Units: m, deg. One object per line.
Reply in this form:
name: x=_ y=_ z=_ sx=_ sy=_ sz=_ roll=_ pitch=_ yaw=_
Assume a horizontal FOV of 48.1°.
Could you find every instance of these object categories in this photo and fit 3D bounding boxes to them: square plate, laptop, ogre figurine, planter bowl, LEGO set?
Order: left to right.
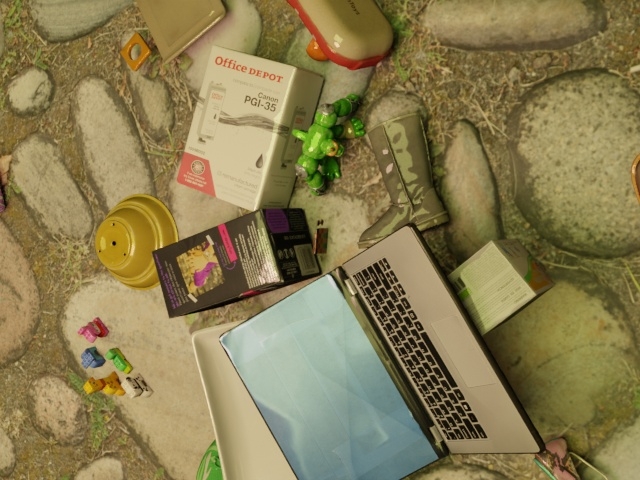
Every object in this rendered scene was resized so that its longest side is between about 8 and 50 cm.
LEGO set: x=-0.492 y=0.290 z=1.609 sx=0.227 sy=0.093 sz=0.087 roll=47 pitch=111 yaw=18
planter bowl: x=-0.425 y=0.005 z=1.569 sx=0.217 sy=0.090 sz=0.217 roll=1 pitch=92 yaw=28
square plate: x=-0.033 y=0.297 z=1.328 sx=0.344 sy=0.049 sz=0.347 roll=-14 pitch=85 yaw=-5
ogre figurine: x=0.008 y=-0.178 z=1.325 sx=0.097 sy=0.118 sz=0.197 roll=48 pitch=111 yaw=18
laptop: x=0.071 y=0.236 z=1.163 sx=0.382 sy=0.236 sz=0.408 roll=60 pitch=153 yaw=3

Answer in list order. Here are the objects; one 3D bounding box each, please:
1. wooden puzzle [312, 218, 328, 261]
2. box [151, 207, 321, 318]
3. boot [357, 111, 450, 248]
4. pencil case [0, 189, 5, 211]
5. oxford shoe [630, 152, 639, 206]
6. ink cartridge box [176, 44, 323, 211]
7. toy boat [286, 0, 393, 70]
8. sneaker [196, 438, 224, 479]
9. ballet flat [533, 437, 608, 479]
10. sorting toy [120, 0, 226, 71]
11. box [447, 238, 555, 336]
wooden puzzle: x=0.000 y=0.000 z=1.372 sx=0.006 sy=0.049 sz=0.083 roll=6 pitch=93 yaw=26
box: x=-0.163 y=0.044 z=1.392 sx=0.270 sy=0.165 sz=0.143 roll=-19 pitch=84 yaw=27
boot: x=0.124 y=-0.105 z=1.293 sx=0.190 sy=0.076 sz=0.208 roll=-22 pitch=88 yaw=12
pencil case: x=-0.854 y=-0.160 z=1.786 sx=0.086 sy=0.088 sz=0.206 roll=-26 pitch=81 yaw=28
oxford shoe: x=0.574 y=0.013 z=1.031 sx=0.130 sy=0.133 sz=0.363 roll=-36 pitch=75 yaw=24
ink cartridge box: x=-0.140 y=-0.217 z=1.400 sx=0.207 sy=0.117 sz=0.283 roll=21 pitch=101 yaw=25
toy boat: x=0.017 y=-0.393 z=1.320 sx=0.231 sy=0.151 sz=0.151 roll=58 pitch=143 yaw=14
sneaker: x=-0.169 y=0.409 z=1.429 sx=0.109 sy=0.123 sz=0.295 roll=46 pitch=109 yaw=21
ballet flat: x=0.439 y=0.416 z=1.153 sx=0.079 sy=0.077 sz=0.221 roll=-37 pitch=74 yaw=3
sorting toy: x=-0.291 y=-0.491 z=1.512 sx=0.348 sy=0.047 sz=0.196 roll=-31 pitch=73 yaw=24
box: x=0.285 y=0.070 z=1.142 sx=0.114 sy=0.203 sz=0.103 roll=-42 pitch=74 yaw=20
